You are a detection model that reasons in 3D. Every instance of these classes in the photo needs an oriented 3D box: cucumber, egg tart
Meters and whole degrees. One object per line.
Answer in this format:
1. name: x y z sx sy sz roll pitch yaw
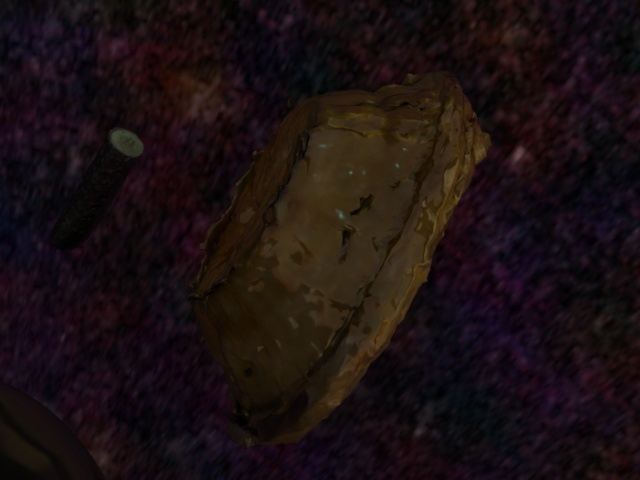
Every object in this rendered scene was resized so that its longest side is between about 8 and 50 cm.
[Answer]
1. cucumber: -0.180 -0.033 1.446 0.032 0.133 0.032 22 40 -20
2. egg tart: -0.001 -0.001 0.905 0.090 0.212 0.212 30 62 -10

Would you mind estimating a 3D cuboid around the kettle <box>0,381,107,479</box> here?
1. kettle: -0.240 0.124 0.746 0.321 0.228 0.324 -8 27 -20
